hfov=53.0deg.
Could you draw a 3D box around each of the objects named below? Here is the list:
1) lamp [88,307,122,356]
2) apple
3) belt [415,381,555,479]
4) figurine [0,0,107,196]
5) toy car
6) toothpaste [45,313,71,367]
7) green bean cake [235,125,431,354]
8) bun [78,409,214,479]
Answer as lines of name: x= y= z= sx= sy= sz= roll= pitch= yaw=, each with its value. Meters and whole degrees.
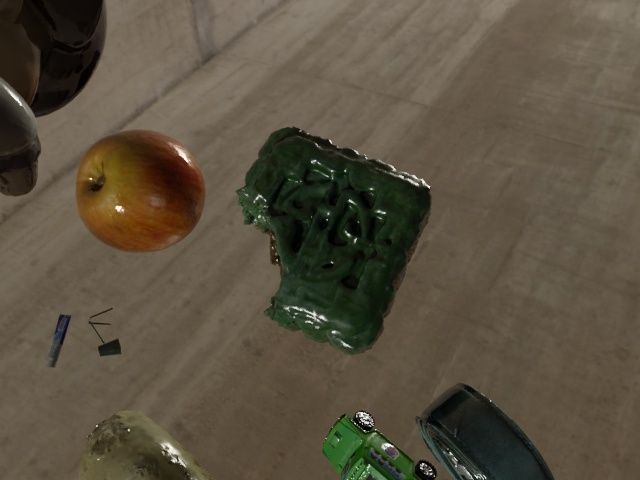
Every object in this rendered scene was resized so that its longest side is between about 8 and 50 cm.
lamp: x=-0.431 y=0.189 z=1.278 sx=0.054 sy=0.121 sz=0.041 roll=-15 pitch=-55 yaw=-15
apple: x=-0.391 y=-0.110 z=1.386 sx=0.233 sy=0.286 sz=0.286 roll=15 pitch=-84 yaw=-53
belt: x=0.257 y=0.334 z=0.967 sx=0.116 sy=0.206 sz=0.267 roll=-38 pitch=-60 yaw=-13
figurine: x=-0.228 y=-0.096 z=0.396 sx=0.206 sy=0.365 sz=0.218 roll=15 pitch=-45 yaw=-42
toy car: x=0.071 y=0.260 z=0.692 sx=0.062 sy=0.165 sz=0.071 roll=-21 pitch=-36 yaw=-59
toothpaste: x=-0.407 y=0.156 z=0.997 sx=0.015 sy=0.024 sz=0.083 roll=43 pitch=-128 yaw=-61
green bean cake: x=0.000 y=0.000 z=1.053 sx=0.169 sy=0.300 sz=0.308 roll=64 pitch=-131 yaw=-76
bun: x=-0.307 y=0.489 z=1.180 sx=0.234 sy=0.362 sz=0.326 roll=-40 pitch=-17 yaw=-15
